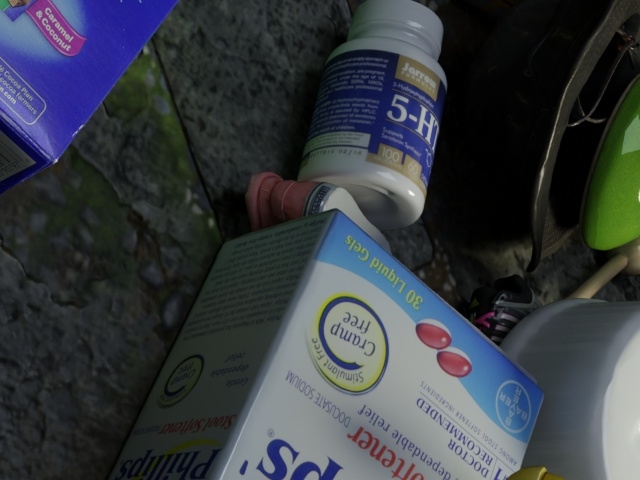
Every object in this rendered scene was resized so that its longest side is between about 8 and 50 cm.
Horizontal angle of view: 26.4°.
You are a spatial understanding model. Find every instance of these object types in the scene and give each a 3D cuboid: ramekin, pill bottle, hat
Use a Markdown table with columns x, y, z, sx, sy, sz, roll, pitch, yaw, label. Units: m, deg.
| x | y | z | sx | sy | sz | roll | pitch | yaw | label |
| --- | --- | --- | --- | --- | --- | --- | --- | --- | --- |
| 0.283 | 0.181 | 1.206 | 0.277 | 0.135 | 0.277 | 7 | 78 | -34 | ramekin |
| 0.051 | -0.113 | 1.191 | 0.112 | 0.112 | 0.186 | 29 | 62 | -33 | pill bottle |
| 0.211 | -0.140 | 1.290 | 0.331 | 0.134 | 0.331 | -56 | 160 | -33 | hat |

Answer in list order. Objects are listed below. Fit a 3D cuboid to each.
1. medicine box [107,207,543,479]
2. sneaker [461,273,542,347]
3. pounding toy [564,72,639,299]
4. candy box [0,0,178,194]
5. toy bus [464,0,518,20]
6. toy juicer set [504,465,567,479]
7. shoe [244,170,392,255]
| x | y | z | sx | sy | sz | roll | pitch | yaw | label |
| --- | --- | --- | --- | --- | --- | --- | --- | --- | --- |
| 0.005 | 0.173 | 1.053 | 0.263 | 0.149 | 0.289 | 41 | 55 | -26 | medicine box |
| 0.152 | 0.085 | 1.265 | 0.170 | 0.063 | 0.075 | -34 | 98 | -43 | sneaker |
| 0.334 | -0.039 | 1.341 | 0.183 | 0.110 | 0.237 | -36 | 140 | -52 | pounding toy |
| -0.226 | -0.236 | 0.974 | 0.268 | 0.122 | 0.317 | 46 | 54 | -22 | candy box |
| 0.106 | -0.328 | 1.280 | 0.333 | 0.130 | 0.108 | 22 | 66 | -36 | toy bus |
| 0.140 | 0.257 | 0.942 | 0.329 | 0.089 | 0.209 | 4 | 69 | -21 | toy juicer set |
| 0.000 | 0.000 | 1.152 | 0.063 | 0.081 | 0.178 | -63 | 149 | -19 | shoe |
